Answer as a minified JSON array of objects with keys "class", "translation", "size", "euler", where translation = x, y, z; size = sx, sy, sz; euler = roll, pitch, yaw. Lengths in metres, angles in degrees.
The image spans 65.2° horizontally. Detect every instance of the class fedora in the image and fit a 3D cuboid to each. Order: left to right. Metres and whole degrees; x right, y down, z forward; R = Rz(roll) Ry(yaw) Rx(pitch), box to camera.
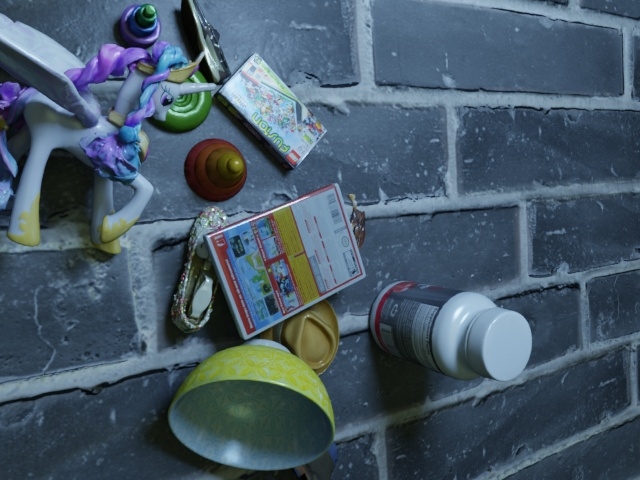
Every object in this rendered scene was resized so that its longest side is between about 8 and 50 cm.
[{"class":"fedora","translation":[-0.026,0.200,1.020],"size":[0.195,0.079,0.194],"euler":[-1,92,-28]}]

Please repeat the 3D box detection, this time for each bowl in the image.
[{"class":"bowl","translation":[-0.113,0.277,0.915],"size":[0.289,0.289,0.156],"euler":[40,31,-24]}]

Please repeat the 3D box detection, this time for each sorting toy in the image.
[{"class":"sorting toy","translation":[-0.223,-0.237,0.865],"size":[0.127,0.126,0.365],"euler":[-34,108,-23]}]

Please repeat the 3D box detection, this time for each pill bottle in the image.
[{"class":"pill bottle","translation":[0.261,0.186,1.039],"size":[0.177,0.319,0.176],"euler":[-2,93,-30]}]

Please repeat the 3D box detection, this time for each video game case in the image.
[{"class":"video game case","translation":[-0.056,0.033,0.945],"size":[0.285,0.025,0.203],"euler":[-25,105,-27]}]

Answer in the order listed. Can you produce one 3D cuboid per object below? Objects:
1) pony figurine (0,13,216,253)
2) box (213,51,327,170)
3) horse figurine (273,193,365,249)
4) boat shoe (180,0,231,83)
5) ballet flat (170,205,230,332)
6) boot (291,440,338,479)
[{"class":"pony figurine","translation":[-0.374,-0.177,0.728],"size":[0.351,0.303,0.363],"euler":[23,103,-27]},{"class":"box","translation":[-0.094,-0.249,0.984],"size":[0.207,0.036,0.114],"euler":[44,73,-23]},{"class":"horse figurine","translation":[0.000,0.000,1.031],"size":[0.264,0.066,0.174],"euler":[-11,99,-28]},{"class":"boat shoe","translation":[-0.208,-0.364,0.911],"size":[0.049,0.056,0.152],"euler":[-29,115,-29]},{"class":"ballet flat","translation":[-0.207,0.055,0.916],"size":[0.091,0.077,0.240],"euler":[14,85,-28]},{"class":"boot","translation":[0.010,0.490,1.054],"size":[0.106,0.082,0.219],"euler":[-34,106,-20]}]
